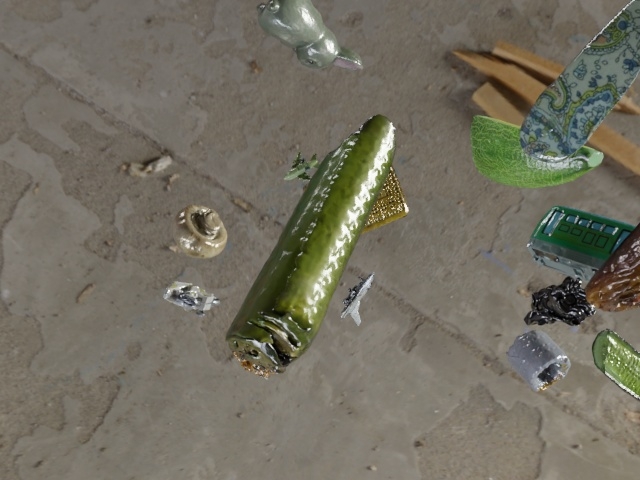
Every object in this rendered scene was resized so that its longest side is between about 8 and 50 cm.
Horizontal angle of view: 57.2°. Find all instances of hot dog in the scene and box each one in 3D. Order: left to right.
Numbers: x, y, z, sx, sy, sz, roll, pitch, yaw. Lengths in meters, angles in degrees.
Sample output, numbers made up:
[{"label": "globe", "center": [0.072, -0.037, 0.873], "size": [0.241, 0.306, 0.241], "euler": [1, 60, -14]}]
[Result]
[{"label": "hot dog", "center": [0.584, 0.044, 1.069], "size": [0.227, 0.160, 0.099], "euler": [-48, 54, 4]}]

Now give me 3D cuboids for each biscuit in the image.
[{"label": "biscuit", "center": [0.097, -0.102, 1.473], "size": [0.254, 0.029, 0.172], "euler": [-23, 94, -19]}]

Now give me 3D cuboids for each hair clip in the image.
[{"label": "hair clip", "center": [0.282, -0.174, 0.574], "size": [0.066, 0.036, 0.229], "euler": [43, 108, 23]}]

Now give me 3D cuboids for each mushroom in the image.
[{"label": "mushroom", "center": [-0.343, -0.027, 1.676], "size": [0.166, 0.127, 0.166], "euler": [24, 47, -29]}]

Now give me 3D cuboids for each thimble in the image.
[{"label": "thimble", "center": [0.583, 0.320, 1.575], "size": [0.127, 0.151, 0.118], "euler": [-28, 45, -6]}]

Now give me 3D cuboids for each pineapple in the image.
[{"label": "pineapple", "center": [-0.181, 0.290, 1.660], "size": [0.047, 0.221, 0.221], "euler": [-34, 73, 23]}]

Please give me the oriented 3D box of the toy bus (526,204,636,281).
[{"label": "toy bus", "center": [0.832, 0.025, 1.788], "size": [0.343, 0.183, 0.199], "euler": [24, 80, 41]}]

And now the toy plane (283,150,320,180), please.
[{"label": "toy plane", "center": [-0.051, -0.193, 1.585], "size": [0.111, 0.040, 0.102], "euler": [-25, 67, -8]}]

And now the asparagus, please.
[{"label": "asparagus", "center": [0.000, 0.000, 0.822], "size": [0.108, 0.128, 0.382], "euler": [23, 73, 12]}]

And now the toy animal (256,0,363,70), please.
[{"label": "toy animal", "center": [-0.025, -0.398, 1.158], "size": [0.108, 0.138, 0.236], "euler": [-33, 117, 22]}]

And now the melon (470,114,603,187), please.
[{"label": "melon", "center": [0.544, -0.225, 1.511], "size": [0.124, 0.196, 0.323], "euler": [-37, 36, -23]}]

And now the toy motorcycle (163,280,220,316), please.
[{"label": "toy motorcycle", "center": [-0.373, 0.156, 1.656], "size": [0.151, 0.228, 0.074], "euler": [19, 89, 11]}]

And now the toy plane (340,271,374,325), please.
[{"label": "toy plane", "center": [0.117, 0.177, 1.910], "size": [0.082, 0.234, 0.160], "euler": [27, 38, 20]}]

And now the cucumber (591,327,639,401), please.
[{"label": "cucumber", "center": [0.533, 0.229, 1.001], "size": [0.220, 0.046, 0.070], "euler": [34, 79, -20]}]

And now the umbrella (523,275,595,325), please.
[{"label": "umbrella", "center": [0.593, 0.163, 1.490], "size": [0.110, 0.272, 0.122], "euler": [15, 81, 2]}]
